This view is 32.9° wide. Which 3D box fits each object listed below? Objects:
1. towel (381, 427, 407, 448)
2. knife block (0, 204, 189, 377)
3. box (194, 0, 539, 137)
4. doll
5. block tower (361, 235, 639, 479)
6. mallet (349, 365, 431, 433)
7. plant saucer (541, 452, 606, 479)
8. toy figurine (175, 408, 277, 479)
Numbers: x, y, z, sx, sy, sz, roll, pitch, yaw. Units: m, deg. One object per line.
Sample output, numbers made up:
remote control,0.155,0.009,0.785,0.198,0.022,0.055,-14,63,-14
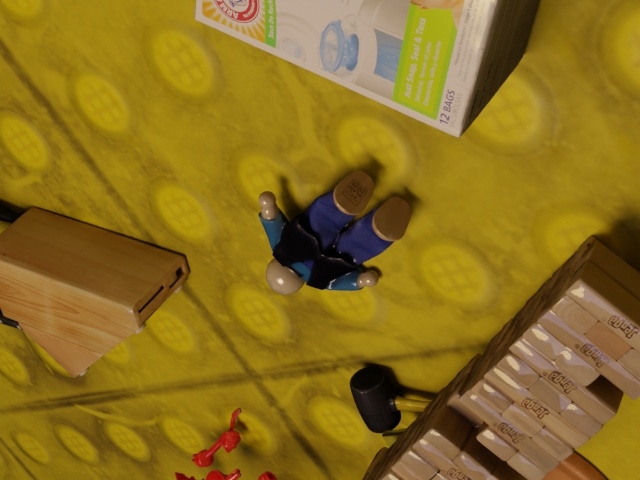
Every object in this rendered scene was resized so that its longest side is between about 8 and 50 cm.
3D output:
towel,0.155,0.266,1.018,0.102,0.021,0.237,-19,113,46
knife block,-0.297,0.021,1.150,0.242,0.088,0.276,46,142,-8
box,0.030,-0.171,0.685,0.203,0.103,0.114,27,140,16
doll,0.000,0.000,0.923,0.129,0.046,0.189,35,149,-9
block tower,0.146,0.139,0.853,0.097,0.091,0.335,39,129,2
mallet,0.117,0.163,1.001,0.190,0.039,0.062,9,133,28
plant saucer,0.190,0.254,1.026,0.200,0.037,0.200,22,139,21
toy figurine,-0.011,0.378,1.187,0.217,0.362,0.191,23,111,-35
